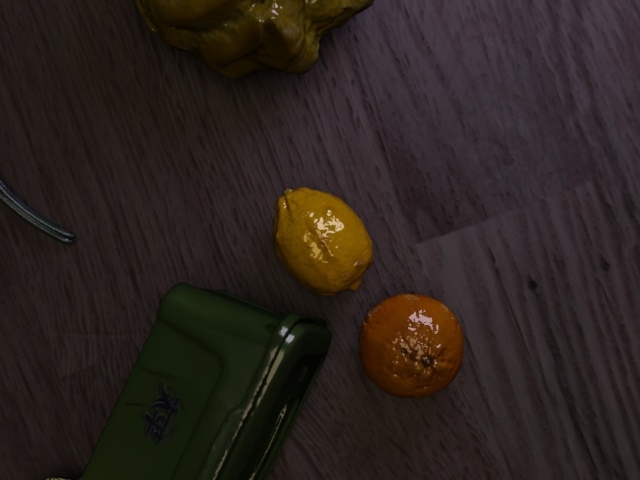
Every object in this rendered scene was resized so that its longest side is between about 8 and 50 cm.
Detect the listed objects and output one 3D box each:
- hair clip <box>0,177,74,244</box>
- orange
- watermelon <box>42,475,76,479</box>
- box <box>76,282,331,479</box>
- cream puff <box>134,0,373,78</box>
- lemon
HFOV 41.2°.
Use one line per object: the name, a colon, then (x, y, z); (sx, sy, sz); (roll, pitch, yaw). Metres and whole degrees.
hair clip: (-0.411, -0.075, 1.116); (0.070, 0.039, 0.229); (-40, 94, -1)
orange: (0.114, 0.132, 1.066); (0.135, 0.117, 0.135); (1, 83, -4)
watermelon: (-0.329, 0.353, 1.085); (0.105, 0.062, 0.105); (0, 80, 2)
box: (-0.135, 0.209, 1.009); (0.178, 0.253, 0.328); (27, 88, 14)
cream puff: (-0.094, -0.330, 1.002); (0.323, 0.270, 0.274); (9, 98, 6)
lemon: (0.000, 0.000, 1.071); (0.114, 0.114, 0.155); (-40, 89, -1)
